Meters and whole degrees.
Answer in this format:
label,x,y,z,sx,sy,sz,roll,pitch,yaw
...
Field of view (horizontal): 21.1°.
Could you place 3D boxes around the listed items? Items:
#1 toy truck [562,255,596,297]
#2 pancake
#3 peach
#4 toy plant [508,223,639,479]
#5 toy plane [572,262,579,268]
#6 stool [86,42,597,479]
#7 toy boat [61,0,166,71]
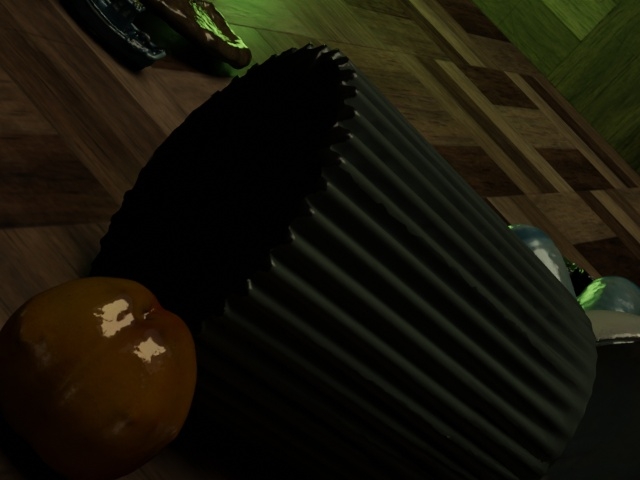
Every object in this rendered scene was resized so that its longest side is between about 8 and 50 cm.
label,x,y,z,sx,sy,sz,roll,pitch,yaw
toy truck,0.377,0.122,2.296,0.242,0.101,0.125,42,6,1
pancake,-0.197,-0.312,2.101,0.288,0.033,0.286,48,14,25
peach,-0.151,0.089,1.165,0.138,0.138,0.138,39,18,-16
toy plant,0.256,0.115,1.864,0.247,0.247,0.332,34,16,-29
toy plane,0.346,0.053,2.471,0.167,0.054,0.062,-112,176,-50
stool,0.026,0.058,1.385,0.330,0.297,0.297,40,17,-28
toy boat,-0.222,-0.245,1.870,0.137,0.061,0.060,43,18,0
